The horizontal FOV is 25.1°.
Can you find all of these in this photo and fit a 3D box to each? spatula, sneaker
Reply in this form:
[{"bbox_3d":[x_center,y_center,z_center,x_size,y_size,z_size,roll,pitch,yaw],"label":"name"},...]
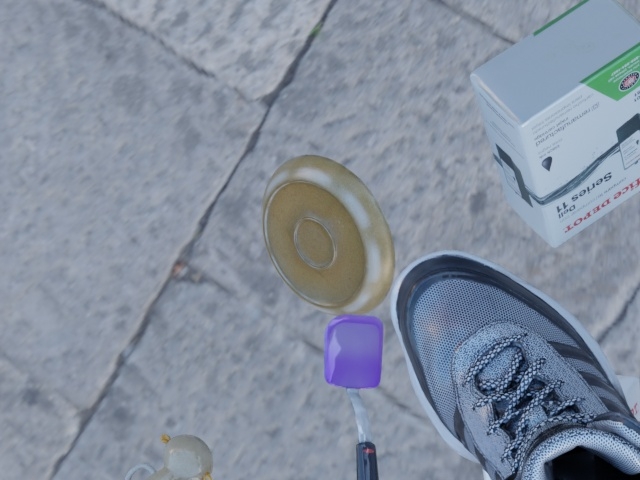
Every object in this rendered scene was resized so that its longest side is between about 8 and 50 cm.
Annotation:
[{"bbox_3d":[0.050,0.234,1.797,0.084,0.296,0.030,7,152,-23],"label":"spatula"},{"bbox_3d":[0.116,0.095,0.733,0.101,0.153,0.268,-36,65,2],"label":"sneaker"}]

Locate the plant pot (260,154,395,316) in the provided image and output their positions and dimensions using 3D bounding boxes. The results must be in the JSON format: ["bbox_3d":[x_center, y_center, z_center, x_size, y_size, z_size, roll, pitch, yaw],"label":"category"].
[{"bbox_3d":[0.000,0.000,1.952,0.236,0.032,0.236,20,123,36],"label":"plant pot"}]

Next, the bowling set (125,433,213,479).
[{"bbox_3d":[-0.042,0.298,1.256,0.287,0.200,0.154,36,78,30],"label":"bowling set"}]

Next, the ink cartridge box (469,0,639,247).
[{"bbox_3d":[0.243,-0.110,1.368,0.153,0.087,0.208,-34,144,-5],"label":"ink cartridge box"}]

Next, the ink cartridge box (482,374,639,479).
[{"bbox_3d":[0.269,0.299,1.526,0.115,0.198,0.272,0,107,29],"label":"ink cartridge box"}]
